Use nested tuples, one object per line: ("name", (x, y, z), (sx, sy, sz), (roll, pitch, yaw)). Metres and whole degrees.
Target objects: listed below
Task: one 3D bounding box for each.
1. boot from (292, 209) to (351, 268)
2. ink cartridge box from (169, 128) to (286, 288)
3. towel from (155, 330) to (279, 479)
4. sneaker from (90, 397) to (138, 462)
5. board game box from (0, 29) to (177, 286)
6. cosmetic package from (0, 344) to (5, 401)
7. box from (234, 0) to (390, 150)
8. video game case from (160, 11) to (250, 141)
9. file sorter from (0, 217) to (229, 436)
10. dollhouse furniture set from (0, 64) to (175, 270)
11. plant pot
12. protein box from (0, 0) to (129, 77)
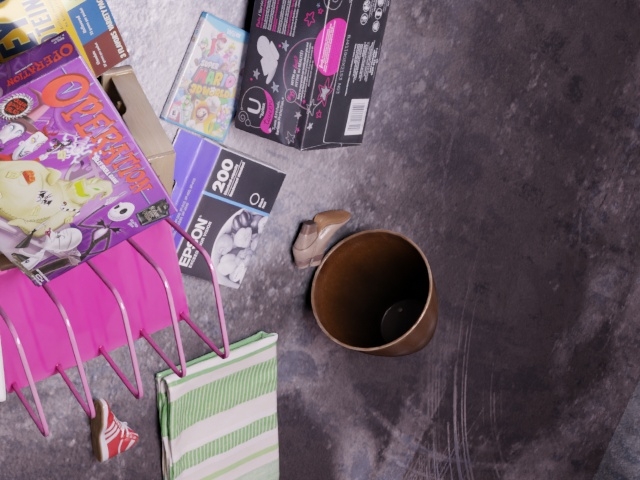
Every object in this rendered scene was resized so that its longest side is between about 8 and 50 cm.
("boot", (0.000, 0.000, 1.823), (0.118, 0.042, 0.087), (-15, 125, -37))
("ink cartridge box", (-0.170, -0.044, 1.636), (0.208, 0.045, 0.206), (19, 97, -45))
("towel", (-0.167, 0.330, 1.823), (0.248, 0.038, 0.325), (-20, 122, -36))
("sneaker", (-0.320, 0.286, 1.655), (0.067, 0.042, 0.118), (-17, 128, -33))
("board game box", (-0.310, -0.077, 1.221), (0.208, 0.056, 0.347), (-33, 153, -5))
("cosmetic package", (-0.449, 0.088, 1.193), (0.151, 0.151, 0.184), (-9, 103, -26))
("box", (-0.011, -0.274, 1.592), (0.163, 0.142, 0.247), (-12, 119, -52))
("video game case", (-0.158, -0.239, 1.573), (0.119, 0.015, 0.166), (18, 96, -46))
("file sorter", (-0.295, 0.110, 1.464), (0.290, 0.182, 0.202), (-23, 124, -24))
("dollhouse furniture set", (-0.332, -0.111, 1.371), (0.242, 0.161, 0.212), (-16, 149, -24))
("plant pot", (0.125, 0.120, 1.897), (0.215, 0.215, 0.230), (-57, 151, -6))
("protein box", (-0.374, -0.242, 1.235), (0.201, 0.200, 0.136), (-38, 132, -23))
